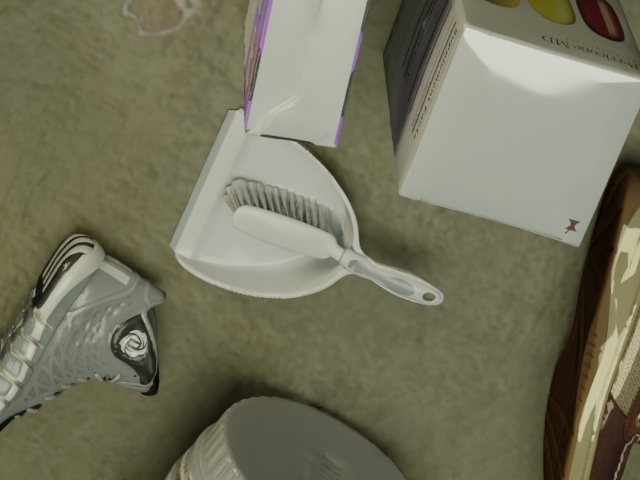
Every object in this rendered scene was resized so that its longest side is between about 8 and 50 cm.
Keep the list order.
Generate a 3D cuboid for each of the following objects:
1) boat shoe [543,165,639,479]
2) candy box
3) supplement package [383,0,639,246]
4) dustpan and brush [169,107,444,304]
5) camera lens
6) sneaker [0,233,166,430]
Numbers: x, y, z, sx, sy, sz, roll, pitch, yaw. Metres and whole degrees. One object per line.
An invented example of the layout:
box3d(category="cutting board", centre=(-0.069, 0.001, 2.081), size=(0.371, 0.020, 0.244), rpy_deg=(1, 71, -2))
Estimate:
box3d(category="boat shoe", centre=(0.262, 0.108, 1.615), size=(0.123, 0.123, 0.342), rpy_deg=(8, 111, -4))
box3d(category="candy box", centre=(-0.008, -0.184, 1.409), size=(0.070, 0.196, 0.165), rpy_deg=(9, 118, -7))
box3d(category="supplement package", centre=(0.133, -0.123, 1.417), size=(0.139, 0.244, 0.134), rpy_deg=(15, 117, -10))
box3d(category="dustpan and brush", centre=(0.000, 0.000, 1.582), size=(0.211, 0.060, 0.147), rpy_deg=(20, 116, -11))
box3d(category="camera lens", centre=(-0.063, 0.294, 1.647), size=(0.219, 0.219, 0.274), rpy_deg=(27, 114, -14))
box3d(category="sneaker", centre=(-0.203, 0.114, 1.628), size=(0.132, 0.086, 0.228), rpy_deg=(29, 113, -18))
